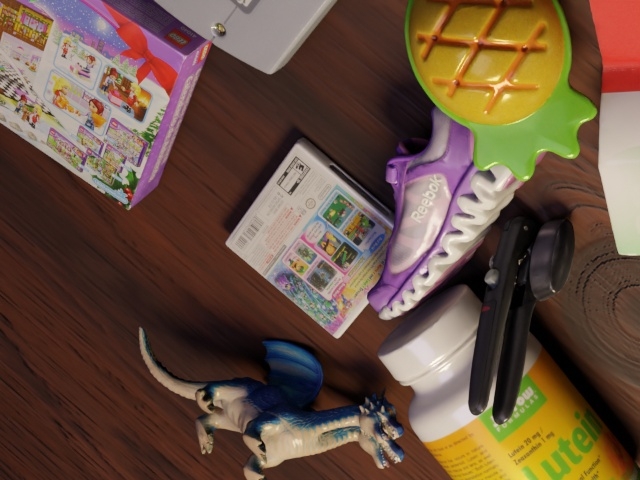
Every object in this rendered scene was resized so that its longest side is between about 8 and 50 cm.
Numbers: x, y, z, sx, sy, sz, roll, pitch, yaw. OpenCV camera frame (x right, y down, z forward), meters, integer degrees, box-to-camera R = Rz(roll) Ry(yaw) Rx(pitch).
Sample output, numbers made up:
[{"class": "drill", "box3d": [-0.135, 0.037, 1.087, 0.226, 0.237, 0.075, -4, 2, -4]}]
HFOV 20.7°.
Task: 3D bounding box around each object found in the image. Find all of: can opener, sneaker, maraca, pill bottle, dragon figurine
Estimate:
[{"class": "can opener", "box3d": [0.158, 0.063, 1.468, 0.059, 0.186, 0.073, 25, 161, -14]}, {"class": "sneaker", "box3d": [0.096, -0.033, 1.495, 0.104, 0.095, 0.236, 40, 127, 10]}, {"class": "maraca", "box3d": [0.140, -0.139, 1.374, 0.127, 0.099, 0.185, -26, 93, 20]}, {"class": "pill bottle", "box3d": [0.165, 0.163, 1.545, 0.245, 0.136, 0.136, 51, 132, -7]}, {"class": "dragon figurine", "box3d": [-0.046, 0.157, 1.710, 0.289, 0.144, 0.085, 30, 136, 38]}]

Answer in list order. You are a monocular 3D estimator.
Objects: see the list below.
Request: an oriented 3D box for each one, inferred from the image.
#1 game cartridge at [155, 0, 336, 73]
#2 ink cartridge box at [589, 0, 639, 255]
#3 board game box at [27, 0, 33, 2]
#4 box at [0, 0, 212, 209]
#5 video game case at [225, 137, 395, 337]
[{"class": "game cartridge", "box3d": [-0.105, -0.289, 1.472, 0.297, 0.062, 0.198, 43, 137, 0]}, {"class": "ink cartridge box", "box3d": [0.299, -0.095, 1.345, 0.181, 0.056, 0.224, -1, 121, 33]}, {"class": "board game box", "box3d": [-0.296, -0.387, 1.483, 0.317, 0.046, 0.213, 47, 133, 15]}, {"class": "box", "box3d": [-0.255, -0.187, 1.632, 0.293, 0.057, 0.201, 34, 133, 9]}, {"class": "video game case", "box3d": [0.000, 0.000, 1.622, 0.143, 0.019, 0.157, 40, 132, 3]}]
